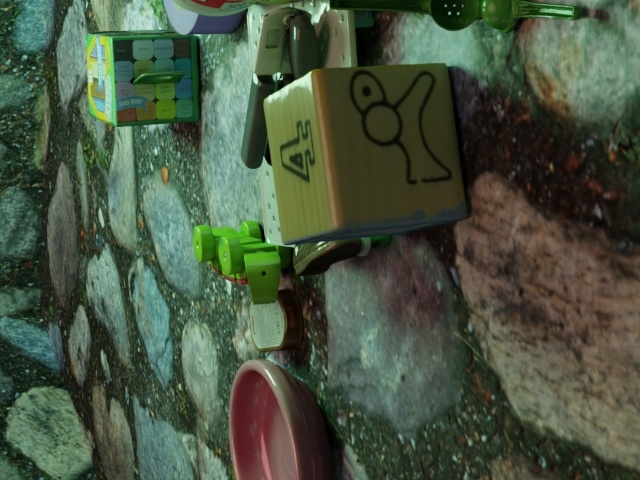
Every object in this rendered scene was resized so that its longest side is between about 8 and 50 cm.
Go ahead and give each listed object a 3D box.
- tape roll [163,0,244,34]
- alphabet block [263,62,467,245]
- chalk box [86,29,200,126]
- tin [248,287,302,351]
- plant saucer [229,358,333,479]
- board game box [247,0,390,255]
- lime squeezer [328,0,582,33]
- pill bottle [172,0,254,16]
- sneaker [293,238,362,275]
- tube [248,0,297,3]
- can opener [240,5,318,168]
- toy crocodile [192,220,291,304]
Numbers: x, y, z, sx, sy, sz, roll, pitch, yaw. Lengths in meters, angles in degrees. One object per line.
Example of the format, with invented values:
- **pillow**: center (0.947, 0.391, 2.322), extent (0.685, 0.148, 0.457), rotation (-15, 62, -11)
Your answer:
- **tape roll**: center (-0.212, -0.509, 2.195), extent (0.275, 0.090, 0.275), rotation (174, 90, -68)
- **alphabet block**: center (0.053, -0.106, 1.543), extent (0.193, 0.192, 0.197), rotation (166, 98, -65)
- **chalk box**: center (-0.350, -0.325, 2.448), extent (0.289, 0.180, 0.179), rotation (-152, 59, -64)
- **tin**: center (-0.081, 0.139, 2.116), extent (0.189, 0.040, 0.106), rotation (162, 105, -67)
- **plant saucer**: center (-0.065, 0.362, 2.071), extent (0.332, 0.084, 0.332), rotation (173, 90, -66)
- **board game box**: center (-0.009, -0.182, 1.847), extent (0.390, 0.050, 0.390), rotation (-174, 78, -66)
- **lime squeezer**: center (0.168, -0.266, 1.360), extent (0.310, 0.110, 0.059), rotation (11, 90, 35)
- **pill bottle**: center (-0.108, -0.496, 1.775), extent (0.407, 0.229, 0.229), rotation (156, 107, -66)
- **sneaker**: center (0.000, 0.000, 1.724), extent (0.188, 0.066, 0.071), rotation (147, 115, -64)
- **tube**: center (-0.049, -0.361, 1.733), extent (0.070, 0.062, 0.240), rotation (48, 161, -21)
- **can opener**: center (-0.060, -0.212, 1.799), extent (0.095, 0.076, 0.283), rotation (-119, 30, -43)
- **toy crocodile**: center (-0.140, 0.029, 2.122), extent (0.340, 0.115, 0.105), rotation (-159, 65, -64)
